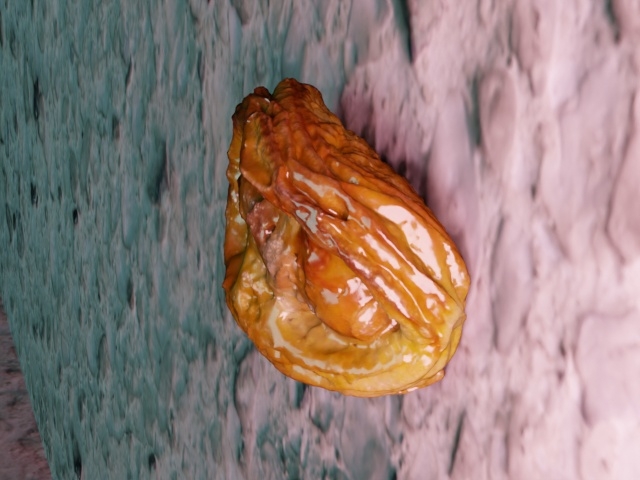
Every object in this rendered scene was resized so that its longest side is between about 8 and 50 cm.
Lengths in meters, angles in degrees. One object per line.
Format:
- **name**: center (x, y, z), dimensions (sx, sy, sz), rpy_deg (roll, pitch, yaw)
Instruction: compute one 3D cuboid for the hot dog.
- **hot dog**: center (-0.004, -0.001, 0.829), dimensions (0.259, 0.114, 0.175), rpy_deg (-127, 37, -55)
